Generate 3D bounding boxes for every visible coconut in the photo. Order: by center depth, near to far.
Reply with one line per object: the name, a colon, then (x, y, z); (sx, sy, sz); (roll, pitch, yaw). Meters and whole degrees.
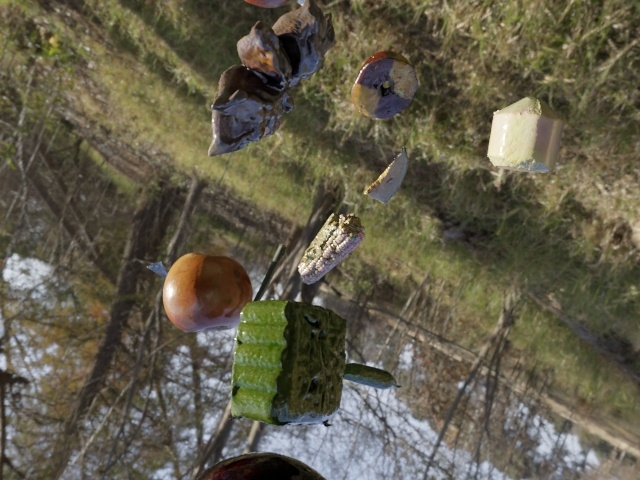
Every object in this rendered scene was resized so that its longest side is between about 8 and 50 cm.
coconut: (0.343, -0.178, 0.873); (0.116, 0.122, 0.116); (9, -173, -1)

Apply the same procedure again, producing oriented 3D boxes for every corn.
corn: (0.039, 0.037, 1.909); (0.127, 0.335, 0.126); (24, -141, -21)

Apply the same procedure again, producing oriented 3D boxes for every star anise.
star anise: (-0.064, -0.183, 0.613); (0.073, 0.212, 0.197); (42, -142, 4)

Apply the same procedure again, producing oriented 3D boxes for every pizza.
pizza: (0.000, 0.000, 1.498); (0.034, 0.181, 0.262); (35, -177, -4)

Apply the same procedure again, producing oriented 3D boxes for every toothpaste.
toothpaste: (-0.622, 0.115, 2.045); (0.197, 0.057, 0.034); (87, 157, -73)

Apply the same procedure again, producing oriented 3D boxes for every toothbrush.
toothbrush: (-0.161, 0.140, 1.435); (0.030, 0.297, 0.030); (9, 157, 40)

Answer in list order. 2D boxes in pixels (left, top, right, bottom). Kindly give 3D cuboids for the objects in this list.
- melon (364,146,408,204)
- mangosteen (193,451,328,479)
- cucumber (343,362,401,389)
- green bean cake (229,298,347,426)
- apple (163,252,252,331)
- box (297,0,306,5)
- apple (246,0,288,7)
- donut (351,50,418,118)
melon: (0.219, -0.200, 1.595); (0.098, 0.182, 0.054); (22, -155, -44)
mangosteen: (-0.117, 0.618, 0.996); (0.382, 0.382, 0.435); (25, 180, -8)
cucumber: (0.136, 0.368, 1.416); (0.250, 0.056, 0.056); (23, 180, -36)
green bean cake: (-0.058, 0.255, 1.094); (0.156, 0.246, 0.250); (-2, 163, 28)
apple: (-0.321, 0.145, 1.499); (0.254, 0.253, 0.253); (25, 179, 0)
box: (0.006, -0.831, 1.591); (0.032, 0.220, 0.122); (35, -140, -4)
apple: (-0.178, -0.844, 1.618); (0.234, 0.234, 0.234); (25, 179, 0)
donut: (0.168, -0.413, 1.378); (0.166, 0.073, 0.184); (8, 141, -3)
